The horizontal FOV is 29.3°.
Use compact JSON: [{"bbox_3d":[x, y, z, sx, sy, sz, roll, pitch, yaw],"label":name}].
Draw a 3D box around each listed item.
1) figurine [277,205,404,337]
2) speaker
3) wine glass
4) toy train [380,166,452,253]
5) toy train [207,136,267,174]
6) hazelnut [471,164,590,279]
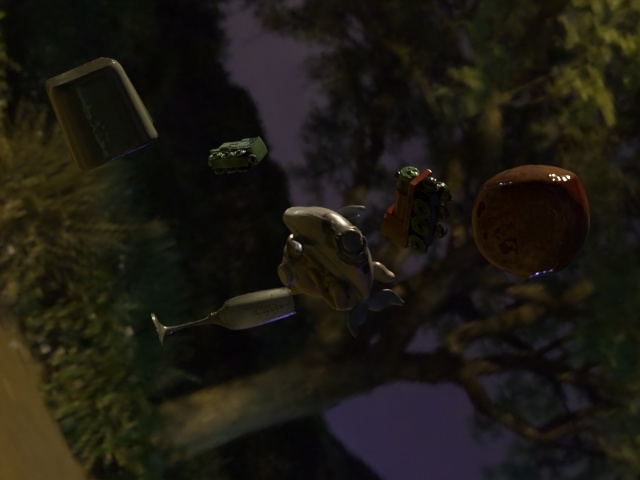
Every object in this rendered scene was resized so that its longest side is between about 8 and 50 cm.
[{"bbox_3d":[0.017,0.036,1.714,0.208,0.128,0.184,54,-28,11],"label":"figurine"},{"bbox_3d":[-0.483,-0.281,2.634,0.184,0.183,0.406,67,-10,-15],"label":"speaker"},{"bbox_3d":[-0.166,0.133,2.181,0.074,0.262,0.074,167,-90,-81],"label":"wine glass"},{"bbox_3d":[0.098,-0.033,1.269,0.064,0.044,0.103,36,-35,26],"label":"toy train"},{"bbox_3d":[-0.121,-0.120,1.746,0.083,0.053,0.033,-2,-54,37],"label":"toy train"},{"bbox_3d":[0.369,-0.035,2.163,0.176,0.214,0.214,24,34,-60],"label":"hazelnut"}]
